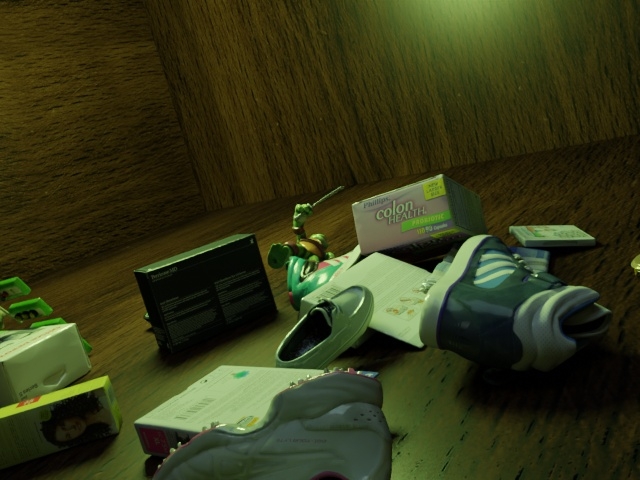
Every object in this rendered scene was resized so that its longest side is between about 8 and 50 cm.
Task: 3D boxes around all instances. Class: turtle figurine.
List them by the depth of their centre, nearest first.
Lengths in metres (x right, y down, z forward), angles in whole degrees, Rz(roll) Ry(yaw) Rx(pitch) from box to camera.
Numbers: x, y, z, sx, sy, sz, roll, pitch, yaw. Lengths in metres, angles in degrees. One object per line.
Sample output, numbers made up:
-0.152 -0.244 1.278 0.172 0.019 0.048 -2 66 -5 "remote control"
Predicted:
0.000 0.000 1.654 0.274 0.198 0.266 -14 14 25 "turtle figurine"

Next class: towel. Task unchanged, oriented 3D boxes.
0.324 0.056 1.264 0.209 0.034 0.285 4 17 23 "towel"

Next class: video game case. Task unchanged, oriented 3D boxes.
0.495 -0.011 1.428 0.143 0.019 0.157 -1 11 5 "video game case"

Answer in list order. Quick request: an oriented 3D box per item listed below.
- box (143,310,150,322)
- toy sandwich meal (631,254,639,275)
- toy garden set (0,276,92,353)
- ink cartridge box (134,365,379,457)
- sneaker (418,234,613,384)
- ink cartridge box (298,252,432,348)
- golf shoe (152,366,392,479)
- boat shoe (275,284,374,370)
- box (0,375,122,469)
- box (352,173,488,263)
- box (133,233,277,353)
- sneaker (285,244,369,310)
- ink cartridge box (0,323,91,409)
-0.327 0.130 1.603 0.190 0.045 0.184 0 53 52 "box"
0.572 0.041 1.125 0.085 0.029 0.085 -17 14 5 "toy sandwich meal"
-0.676 0.199 1.511 0.203 0.244 0.049 -13 37 32 "toy garden set"
-0.086 0.240 0.911 0.311 0.065 0.186 -9 12 38 "ink cartridge box"
0.305 0.091 0.972 0.236 0.130 0.323 9 22 28 "sneaker"
0.134 0.121 1.231 0.239 0.060 0.275 21 28 28 "ink cartridge box"
-0.059 0.250 0.689 0.306 0.140 0.115 -33 -36 22 "golf shoe"
0.010 0.139 1.065 0.079 0.081 0.227 25 54 30 "boat shoe"
-0.443 0.294 1.052 0.232 0.087 0.058 -17 11 -7 "box"
0.226 -0.036 1.456 0.213 0.117 0.243 -17 -16 28 "box"
-0.250 0.109 1.463 0.261 0.184 0.103 -20 13 -30 "box"
0.015 0.077 1.462 0.178 0.124 0.295 1 18 26 "sneaker"
-0.656 0.268 1.382 0.273 0.115 0.198 -9 12 27 "ink cartridge box"
